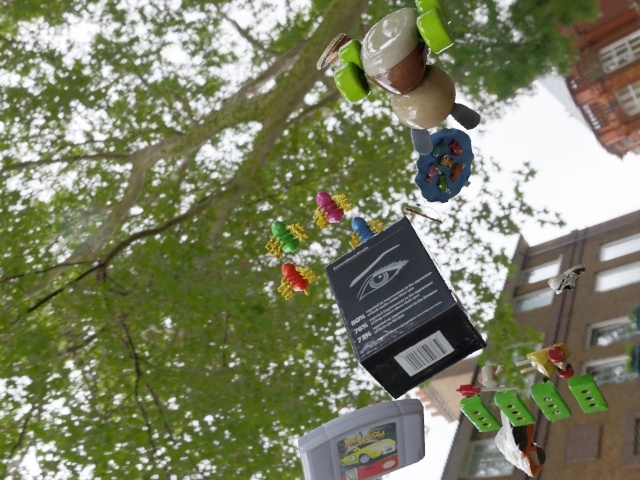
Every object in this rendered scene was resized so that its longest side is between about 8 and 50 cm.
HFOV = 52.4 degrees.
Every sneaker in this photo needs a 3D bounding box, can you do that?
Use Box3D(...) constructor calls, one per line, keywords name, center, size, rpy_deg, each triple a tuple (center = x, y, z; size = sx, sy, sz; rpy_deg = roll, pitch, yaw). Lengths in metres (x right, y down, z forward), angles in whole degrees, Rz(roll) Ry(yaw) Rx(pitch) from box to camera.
Box3D(name="sneaker", center=(0.473, 0.076, 1.235), size=(0.083, 0.032, 0.037), rpy_deg=(-25, -110, -14))
Box3D(name="sneaker", center=(0.525, 0.541, 1.799), size=(0.099, 0.121, 0.263), rpy_deg=(-39, -61, -31))

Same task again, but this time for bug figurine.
Box3D(name="bug figurine", center=(0.000, 0.000, 1.457), size=(0.216, 0.279, 0.072), rpy_deg=(57, 179, -39))

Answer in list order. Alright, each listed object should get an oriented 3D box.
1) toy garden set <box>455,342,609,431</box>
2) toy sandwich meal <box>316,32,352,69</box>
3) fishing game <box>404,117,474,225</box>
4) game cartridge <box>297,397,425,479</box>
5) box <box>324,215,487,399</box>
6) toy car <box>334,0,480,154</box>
Box3D(name="toy garden set", center=(0.370, 0.265, 1.185), size=(0.204, 0.244, 0.049), rpy_deg=(49, -146, -37))
Box3D(name="toy sandwich meal", center=(0.026, -0.324, 1.127), size=(0.029, 0.085, 0.086), rpy_deg=(39, -136, -3))
Box3D(name="fishing game", center=(0.293, -0.168, 1.493), size=(0.189, 0.041, 0.264), rpy_deg=(18, -84, -40))
Box3D(name="game cartridge", center=(0.099, 0.460, 1.460), size=(0.060, 0.294, 0.196), rpy_deg=(-125, 22, -57))
Box3D(name="box", center=(0.113, 0.090, 0.923), size=(0.108, 0.153, 0.207), rpy_deg=(49, -167, -36))
Box3D(name="toy car", center=(0.136, -0.210, 0.889), size=(0.188, 0.155, 0.149), rpy_deg=(49, -151, -27))
